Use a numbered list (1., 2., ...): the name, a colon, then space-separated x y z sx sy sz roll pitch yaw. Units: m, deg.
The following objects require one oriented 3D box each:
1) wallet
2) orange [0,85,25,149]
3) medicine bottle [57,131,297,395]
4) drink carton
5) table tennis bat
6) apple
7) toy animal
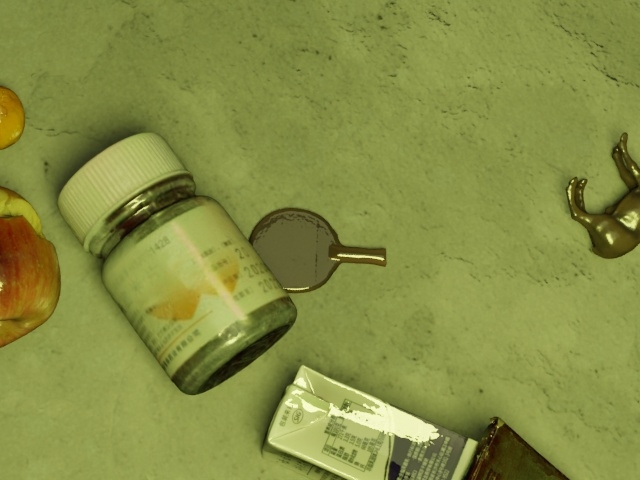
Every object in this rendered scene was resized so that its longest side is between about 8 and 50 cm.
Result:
1. wallet: 0.235 0.301 1.388 0.232 0.031 0.122 43 66 -34
2. orange: -0.396 -0.147 1.503 0.083 0.070 0.083 3 69 -8
3. medicine bottle: -0.165 0.026 1.427 0.165 0.165 0.273 -36 80 -15
4. drink carton: 0.051 0.236 1.403 0.222 0.134 0.102 23 75 2
5. table tennis bat: 0.000 0.000 1.477 0.170 0.119 0.107 4 73 -3
6. apple: -0.380 0.026 1.403 0.199 0.199 0.199 2 73 -6
7. toy animal: 0.424 -0.046 1.560 0.214 0.094 0.186 -40 76 -8
